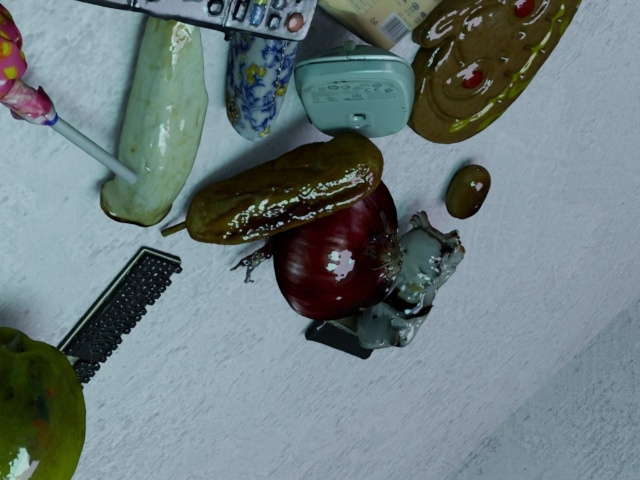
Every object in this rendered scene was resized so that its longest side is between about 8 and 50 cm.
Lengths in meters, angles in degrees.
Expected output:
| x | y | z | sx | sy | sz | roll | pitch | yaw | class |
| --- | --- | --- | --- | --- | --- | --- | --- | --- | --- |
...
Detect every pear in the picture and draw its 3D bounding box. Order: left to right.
| x | y | z | sx | sy | sz | roll | pitch | yaw | class |
| --- | --- | --- | --- | --- | --- | --- | --- | --- | --- |
| -0.454 | 0.265 | 1.263 | 0.269 | 0.269 | 0.321 | 16 | 104 | -56 | pear |

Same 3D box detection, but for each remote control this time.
| x | y | z | sx | sy | sz | roll | pitch | yaw | class |
| --- | --- | --- | --- | --- | --- | --- | --- | --- | --- |
| -0.169 | -0.296 | 0.999 | 0.398 | 0.062 | 0.145 | 4 | 118 | -37 | remote control |

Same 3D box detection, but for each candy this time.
| x | y | z | sx | sy | sz | roll | pitch | yaw | class |
| --- | --- | --- | --- | --- | --- | --- | --- | --- | --- |
| -0.303 | -0.143 | 1.037 | 0.124 | 0.124 | 0.365 | -45 | 148 | 3 | candy |

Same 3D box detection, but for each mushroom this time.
| x | y | z | sx | sy | sz | roll | pitch | yaw | class |
| --- | --- | --- | --- | --- | --- | --- | --- | --- | --- |
| -0.196 | -0.153 | 1.200 | 0.107 | 0.087 | 0.333 | -11 | 136 | -41 | mushroom |

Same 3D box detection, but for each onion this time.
| x | y | z | sx | sy | sz | roll | pitch | yaw | class |
| --- | --- | --- | --- | --- | --- | --- | --- | --- | --- |
| 0.000 | 0.000 | 1.544 | 0.273 | 0.285 | 0.273 | 6 | 90 | -69 | onion |

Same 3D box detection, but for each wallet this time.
| x | y | z | sx | sy | sz | roll | pitch | yaw | class |
| --- | --- | --- | --- | --- | --- | --- | --- | --- | --- |
| 0.076 | 0.174 | 1.997 | 0.146 | 0.030 | 0.285 | -47 | 150 | 9 | wallet |

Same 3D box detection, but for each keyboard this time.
| x | y | z | sx | sy | sz | roll | pitch | yaw | class |
| --- | --- | --- | --- | --- | --- | --- | --- | --- | --- |
| -0.333 | 0.141 | 1.471 | 0.317 | 0.027 | 0.106 | -49 | 149 | 11 | keyboard |

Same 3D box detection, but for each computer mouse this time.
| x | y | z | sx | sy | sz | roll | pitch | yaw | class |
| --- | --- | --- | --- | --- | --- | --- | --- | --- | --- |
| 0.051 | -0.220 | 1.326 | 0.159 | 0.097 | 0.288 | 0 | 167 | 8 | computer mouse |

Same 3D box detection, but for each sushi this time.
| x | y | z | sx | sy | sz | roll | pitch | yaw | class |
| --- | --- | --- | --- | --- | --- | --- | --- | --- | --- |
| 0.166 | 0.094 | 1.835 | 0.130 | 0.124 | 0.332 | -13 | 134 | -60 | sushi |

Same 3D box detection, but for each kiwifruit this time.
| x | y | z | sx | sy | sz | roll | pitch | yaw | class |
| --- | --- | --- | --- | --- | --- | --- | --- | --- | --- |
| 0.286 | -0.095 | 1.857 | 0.075 | 0.075 | 0.124 | -21 | 147 | -33 | kiwifruit |

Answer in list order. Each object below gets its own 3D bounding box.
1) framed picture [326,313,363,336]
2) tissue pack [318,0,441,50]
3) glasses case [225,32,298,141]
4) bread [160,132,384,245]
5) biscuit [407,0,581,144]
| x | y | z | sx | sy | sz | roll | pitch | yaw | class |
| --- | --- | --- | --- | --- | --- | --- | --- | --- | --- |
| 0.124 | 0.104 | 1.932 | 0.213 | 0.016 | 0.289 | -54 | 151 | 2 | framed picture |
| 0.077 | -0.361 | 1.247 | 0.186 | 0.090 | 0.222 | -47 | 149 | 12 | tissue pack |
| -0.074 | -0.243 | 1.224 | 0.065 | 0.087 | 0.248 | -15 | 138 | -32 | glasses case |
| -0.073 | -0.069 | 1.386 | 0.344 | 0.124 | 0.084 | -19 | 125 | 3 | bread |
| 0.281 | -0.322 | 1.559 | 0.350 | 0.070 | 0.394 | -6 | 134 | -47 | biscuit |
